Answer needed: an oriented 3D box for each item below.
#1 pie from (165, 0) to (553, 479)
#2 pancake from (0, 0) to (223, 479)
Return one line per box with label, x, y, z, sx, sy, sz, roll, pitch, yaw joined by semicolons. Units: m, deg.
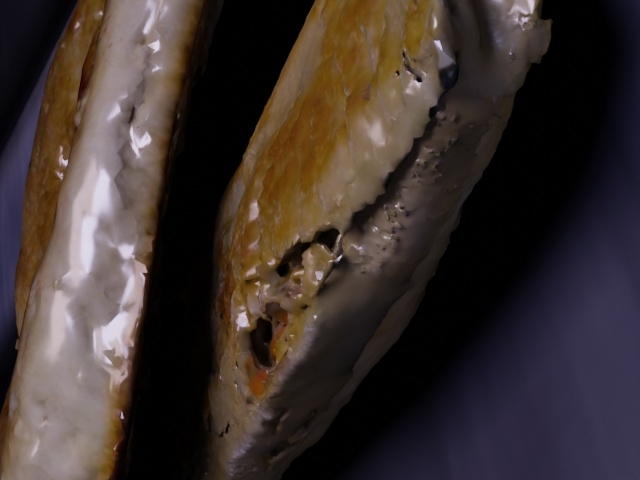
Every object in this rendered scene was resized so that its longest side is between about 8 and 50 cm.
pie;0.000;0.000;0.642;0.282;0.068;0.128;123;156;-46
pancake;-0.088;0.001;0.781;0.356;0.065;0.356;-170;90;-81
